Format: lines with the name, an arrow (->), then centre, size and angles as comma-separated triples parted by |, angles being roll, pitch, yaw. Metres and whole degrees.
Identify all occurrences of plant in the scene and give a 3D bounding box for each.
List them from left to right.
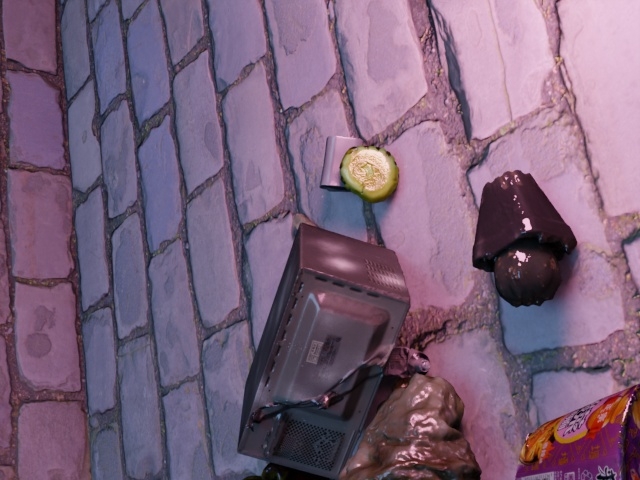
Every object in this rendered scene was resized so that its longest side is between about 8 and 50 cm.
plant -> 0.371, 0.001, 1.495 | 0.164, 0.142, 0.256 | -31, 51, 45

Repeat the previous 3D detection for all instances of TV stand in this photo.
TV stand -> 0.000, 0.000, 2.034 | 0.249, 0.042, 0.036 | 41, 122, 45

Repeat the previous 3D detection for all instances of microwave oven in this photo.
microwave oven -> -0.001, 0.231, 1.743 | 0.374, 0.236, 0.432 | -92, 20, -72

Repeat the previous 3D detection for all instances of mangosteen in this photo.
mangosteen -> -0.087, 0.616, 1.904 | 0.215, 0.257, 0.215 | -45, 26, 29

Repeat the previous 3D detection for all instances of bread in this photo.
bread -> 0.111, -0.152, 1.854 | 0.139, 0.071, 0.130 | 15, 86, 7

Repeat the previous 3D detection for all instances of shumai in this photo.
shumai -> 0.164, 0.389, 1.605 | 0.309, 0.304, 0.263 | -42, 43, 50

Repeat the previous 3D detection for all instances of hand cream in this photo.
hand cream -> 0.167, 0.269, 1.788 | 0.257, 0.050, 0.084 | -16, 71, 62

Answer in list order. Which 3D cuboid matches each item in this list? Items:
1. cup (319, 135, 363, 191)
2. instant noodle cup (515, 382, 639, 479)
cup -> 0.051, -0.177, 1.952 | 0.128, 0.095, 0.129 | 137, 140, -86
instant noodle cup -> 0.475, 0.374, 1.209 | 0.266, 0.340, 0.339 | -38, 57, 56
